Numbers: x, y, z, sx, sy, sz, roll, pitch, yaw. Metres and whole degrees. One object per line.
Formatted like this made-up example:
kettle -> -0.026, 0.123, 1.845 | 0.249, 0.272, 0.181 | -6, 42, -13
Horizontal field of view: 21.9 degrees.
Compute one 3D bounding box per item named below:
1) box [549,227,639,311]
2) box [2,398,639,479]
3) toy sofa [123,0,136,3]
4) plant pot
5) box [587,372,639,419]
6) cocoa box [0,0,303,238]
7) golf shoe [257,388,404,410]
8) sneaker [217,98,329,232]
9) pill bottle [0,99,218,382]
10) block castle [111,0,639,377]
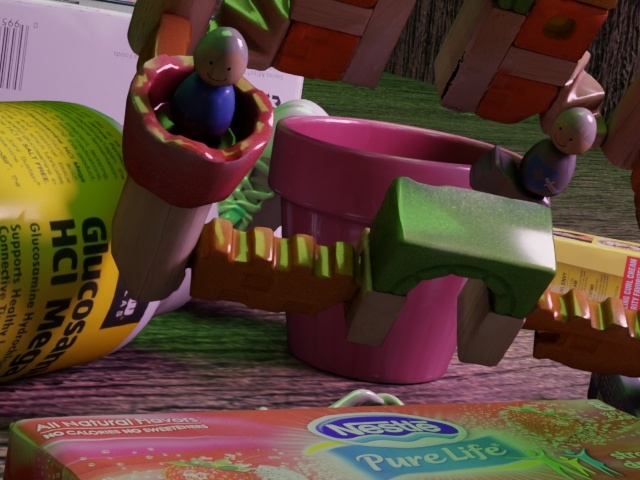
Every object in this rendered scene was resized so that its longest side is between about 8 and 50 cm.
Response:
box -> 0.203, 0.030, 1.562 | 0.232, 0.087, 0.058 | 12, 14, 11
box -> 0.035, 0.152, 0.648 | 0.300, 0.142, 0.154 | 2, 12, -32
toy sofa -> -0.235, -0.230, 1.815 | 0.177, 0.362, 0.150 | 14, 11, -1
plant pot -> 0.050, 0.008, 1.295 | 0.201, 0.180, 0.201 | 9, 10, -2
box -> 0.294, 0.133, 1.171 | 0.183, 0.059, 0.232 | 9, 12, 0
cocoa box -> -0.208, -0.110, 1.554 | 0.347, 0.231, 0.228 | 7, 10, -10
golf shoe -> 0.053, 0.135, 0.820 | 0.105, 0.120, 0.273 | 16, 11, 38
sneaker -> -0.067, -0.024, 1.373 | 0.080, 0.212, 0.094 | 41, 16, -2
pill bottle -> -0.219, 0.001, 1.098 | 0.188, 0.188, 0.334 | 15, 13, 30
block castle -> 0.096, -0.094, 1.077 | 0.453, 0.213, 0.303 | 12, 48, -13
